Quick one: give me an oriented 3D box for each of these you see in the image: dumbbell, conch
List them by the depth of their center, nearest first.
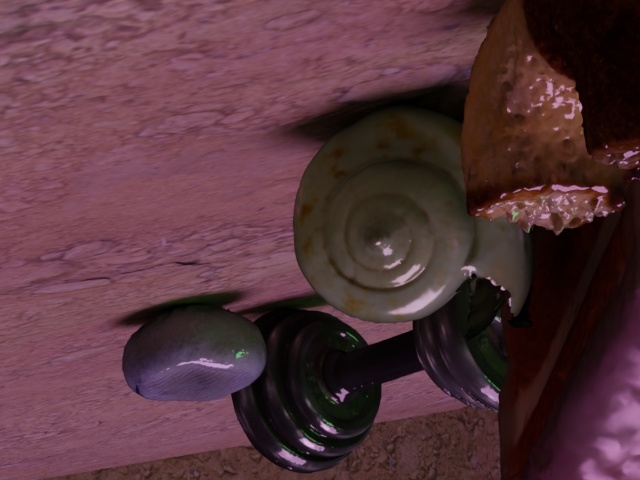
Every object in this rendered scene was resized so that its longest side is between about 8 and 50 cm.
[{"bbox_3d":[0.081,-0.006,1.154,0.143,0.137,0.251,10,177,27],"label":"conch"},{"bbox_3d":[0.075,0.116,1.754,0.179,0.179,0.406,-3,165,-46],"label":"dumbbell"}]

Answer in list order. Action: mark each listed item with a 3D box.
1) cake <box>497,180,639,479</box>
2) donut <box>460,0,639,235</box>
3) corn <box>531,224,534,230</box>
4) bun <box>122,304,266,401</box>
[{"bbox_3d":[0.254,0.066,1.166,0.230,0.237,0.309,14,134,-6],"label":"cake"},{"bbox_3d":[0.137,-0.078,0.883,0.085,0.141,0.217,2,164,-23],"label":"donut"},{"bbox_3d":[0.193,-0.012,1.509,0.206,0.067,0.067,-12,170,-11],"label":"corn"},{"bbox_3d":[-0.123,0.103,1.702,0.141,0.083,0.141,-9,161,-3],"label":"bun"}]
